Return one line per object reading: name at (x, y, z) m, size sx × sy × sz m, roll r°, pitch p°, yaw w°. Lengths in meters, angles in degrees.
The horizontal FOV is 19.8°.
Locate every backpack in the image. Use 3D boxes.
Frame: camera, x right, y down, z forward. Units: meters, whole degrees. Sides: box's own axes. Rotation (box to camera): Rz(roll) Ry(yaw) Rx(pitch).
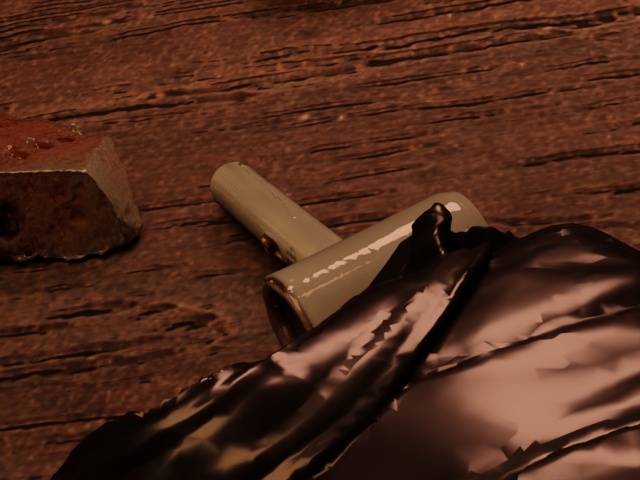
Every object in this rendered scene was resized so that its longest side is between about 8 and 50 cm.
backpack at (0.012, 0.174, 0.754) m, size 0.445 × 0.255 × 0.363 m, roll -27°, pitch 32°, yaw -9°

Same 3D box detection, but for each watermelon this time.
watermelon at (-0.233, -0.037, 1.253) m, size 0.241 × 0.094 × 0.154 m, roll 3°, pitch 31°, yaw 22°

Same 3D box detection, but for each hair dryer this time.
hair dryer at (0.000, 0.000, 1.137) m, size 0.131 × 0.073 × 0.236 m, roll -28°, pitch 30°, yaw -17°
